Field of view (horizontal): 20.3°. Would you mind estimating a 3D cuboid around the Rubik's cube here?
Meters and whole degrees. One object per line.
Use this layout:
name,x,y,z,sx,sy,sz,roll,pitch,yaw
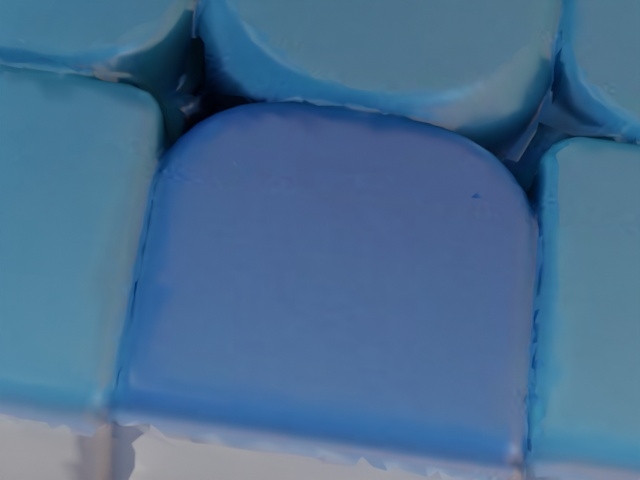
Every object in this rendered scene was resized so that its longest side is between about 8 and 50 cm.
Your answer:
Rubik's cube,0.000,0.000,0.588,0.290,0.291,0.291,9,58,-2
